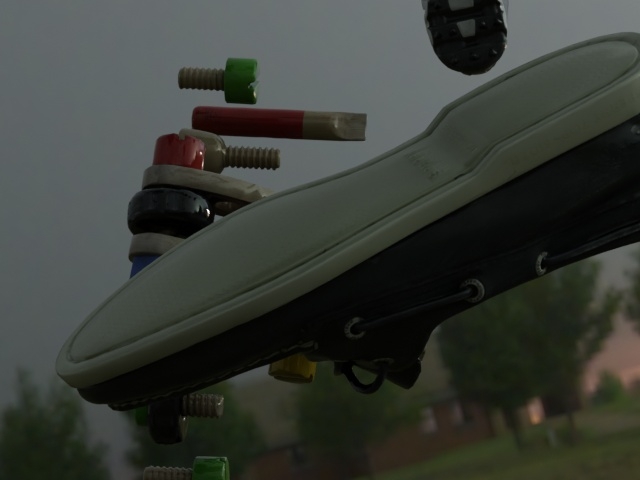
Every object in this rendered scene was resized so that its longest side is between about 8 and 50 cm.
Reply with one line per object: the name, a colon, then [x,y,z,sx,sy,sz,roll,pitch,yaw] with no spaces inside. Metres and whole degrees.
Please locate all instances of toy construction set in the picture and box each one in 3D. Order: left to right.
toy construction set: [0.000,0.000,1.314,0.237,0.309,0.257,2,-44,5]

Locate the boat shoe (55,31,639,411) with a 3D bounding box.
boat shoe: [0.035,0.019,0.922,0.340,0.113,0.127,-29,22,-2]

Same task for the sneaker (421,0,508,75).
sneaker: [0.112,-0.242,1.520,0.078,0.234,0.106,-10,-11,7]
